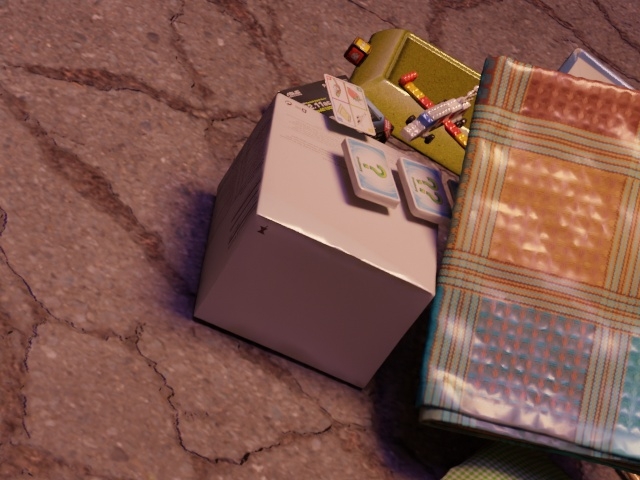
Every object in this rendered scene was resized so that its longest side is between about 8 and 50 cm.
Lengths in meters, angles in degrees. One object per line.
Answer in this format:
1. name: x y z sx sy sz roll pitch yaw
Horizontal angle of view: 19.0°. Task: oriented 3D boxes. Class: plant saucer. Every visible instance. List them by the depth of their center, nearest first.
1. plant saucer: 0.133 -0.176 2.289 0.188 0.045 0.188 30 36 -4

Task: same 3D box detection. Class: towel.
1. towel: 0.251 0.024 1.838 0.271 0.040 0.370 13 79 -5

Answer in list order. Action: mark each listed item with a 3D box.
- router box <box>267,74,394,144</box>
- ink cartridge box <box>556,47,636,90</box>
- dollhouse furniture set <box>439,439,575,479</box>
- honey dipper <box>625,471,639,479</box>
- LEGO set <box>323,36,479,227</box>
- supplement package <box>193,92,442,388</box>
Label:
1. router box: 0.012 -0.135 2.154 0.122 0.038 0.092 -19 59 -48
2. ink cartridge box: 0.333 -0.040 2.092 0.270 0.151 0.395 40 -3 8
3. dollhouse furniture set: 0.206 0.254 1.751 0.197 0.151 0.301 43 37 13
4. honey dipper: 0.302 0.214 1.981 0.030 0.030 0.161 -7 56 -42
5. LEGO set: 0.097 -0.116 1.930 0.182 0.060 0.244 19 37 -29
6. supplement package: 0.000 0.000 1.891 0.194 0.149 0.203 25 37 -13
